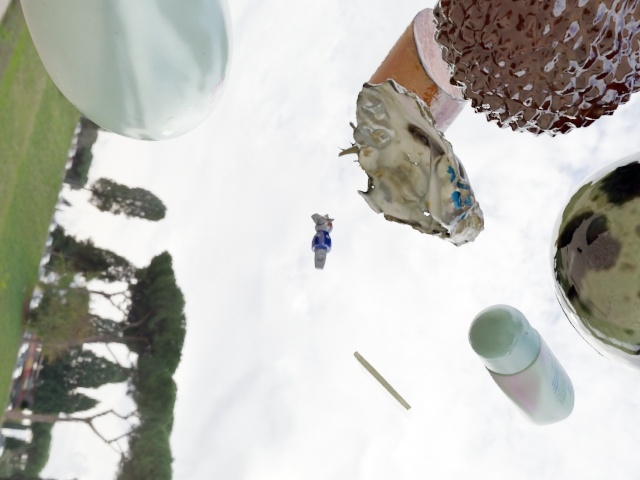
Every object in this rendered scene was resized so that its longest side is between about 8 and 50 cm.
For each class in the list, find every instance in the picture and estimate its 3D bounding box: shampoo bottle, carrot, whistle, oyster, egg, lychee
[{"bbox_3d":[0.480,0.290,1.418,0.151,0.349,0.222,-23,-144,28],"label":"shampoo bottle"},{"bbox_3d":[0.182,-0.275,1.217,0.214,0.193,0.331,55,-48,13],"label":"carrot"},{"bbox_3d":[0.000,0.000,0.777,0.029,0.033,0.083,113,-16,-60],"label":"whistle"},{"bbox_3d":[0.132,-0.110,0.812,0.214,0.083,0.223,32,-37,33],"label":"oyster"},{"bbox_3d":[0.454,0.038,0.720,0.287,0.379,0.288,-28,-126,47],"label":"egg"},{"bbox_3d":[0.262,-0.267,0.681,0.264,0.264,0.300,-8,-105,57],"label":"lychee"},{"bbox_3d":[-0.220,-0.261,0.686,0.371,0.229,0.230,95,-1,-68],"label":"egg"}]

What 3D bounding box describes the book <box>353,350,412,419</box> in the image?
[{"bbox_3d":[0.103,0.238,0.951,0.012,0.172,0.118,-43,-111,-8],"label":"book"}]
